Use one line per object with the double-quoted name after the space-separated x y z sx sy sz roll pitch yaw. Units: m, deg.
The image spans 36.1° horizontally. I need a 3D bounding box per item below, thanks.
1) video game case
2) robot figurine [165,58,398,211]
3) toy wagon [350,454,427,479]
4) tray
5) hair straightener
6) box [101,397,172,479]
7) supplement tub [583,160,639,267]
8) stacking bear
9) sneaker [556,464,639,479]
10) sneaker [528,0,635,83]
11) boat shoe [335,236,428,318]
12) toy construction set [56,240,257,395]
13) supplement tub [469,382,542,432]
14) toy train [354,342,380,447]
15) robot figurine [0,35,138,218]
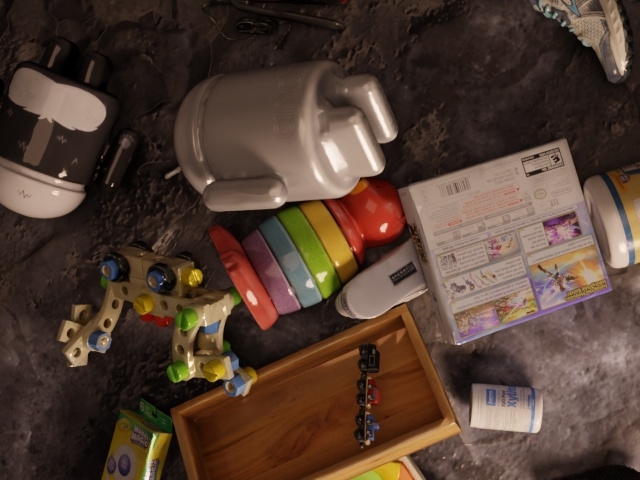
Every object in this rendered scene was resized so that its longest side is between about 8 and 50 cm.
0.277 0.000 1.475 0.269 0.061 0.244 -17 90 -15 "video game case"
-0.069 -0.156 1.450 0.353 0.300 0.200 -3 132 28 "robot figurine"
0.057 0.493 1.560 0.267 0.068 0.344 10 94 5 "toy wagon"
-0.012 0.278 1.516 0.411 0.076 0.203 -25 62 7 "tray"
-0.076 -0.346 1.543 0.230 0.047 0.089 5 93 6 "hair straightener"
-0.296 0.351 1.575 0.105 0.043 0.179 19 94 45 "box"
0.505 -0.053 1.450 0.200 0.144 0.144 -18 91 6 "supplement tub"
0.000 0.000 1.502 0.289 0.175 0.164 -29 116 -3 "stacking bear"
0.430 0.405 1.532 0.161 0.057 0.075 -15 108 5 "sneaker"
0.386 -0.362 1.483 0.122 0.110 0.283 -21 88 24 "sneaker"
0.133 0.042 1.512 0.258 0.084 0.095 -22 89 -21 "boat shoe"
-0.256 0.124 1.533 0.328 0.151 0.215 4 111 22 "toy construction set"
0.287 0.260 1.524 0.107 0.071 0.071 4 93 4 "supplement tub"
0.071 0.228 1.454 0.036 0.027 0.158 1 66 7 "toy train"
-0.416 -0.171 1.527 0.209 0.173 0.278 25 96 34 "robot figurine"
